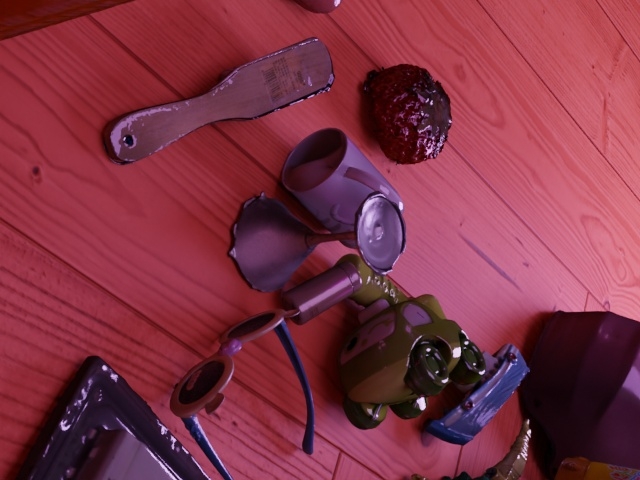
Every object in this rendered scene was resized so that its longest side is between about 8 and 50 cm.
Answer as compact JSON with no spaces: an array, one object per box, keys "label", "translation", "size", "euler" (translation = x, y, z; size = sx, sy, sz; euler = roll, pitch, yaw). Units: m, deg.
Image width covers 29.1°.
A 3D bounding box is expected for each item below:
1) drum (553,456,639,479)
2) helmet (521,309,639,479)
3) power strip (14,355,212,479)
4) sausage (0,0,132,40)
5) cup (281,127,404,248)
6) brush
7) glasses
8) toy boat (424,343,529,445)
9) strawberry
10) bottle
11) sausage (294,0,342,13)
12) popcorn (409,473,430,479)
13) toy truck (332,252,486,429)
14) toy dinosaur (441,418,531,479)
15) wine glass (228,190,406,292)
[{"label":"drum","translation":[0.408,0.523,1.708],"size":[0.431,0.214,0.431],"euler":[11,90,-72]},{"label":"helmet","translation":[0.472,0.260,1.944],"size":[0.271,0.197,0.338],"euler":[-47,119,-45]},{"label":"power strip","translation":[-0.196,0.286,1.226],"size":[0.251,0.092,0.257],"euler":[50,47,-30]},{"label":"sausage","translation":[-0.268,-0.294,1.060],"size":[0.233,0.287,0.233],"euler":[13,73,-53]},{"label":"cup","translation":[0.033,-0.054,1.511],"size":[0.099,0.136,0.133],"euler":[-40,128,6]},{"label":"brush","translation":[-0.119,-0.160,1.406],"size":[0.327,0.065,0.070],"euler":[-28,113,-38]},{"label":"glasses","translation":[-0.088,0.198,1.409],"size":[0.190,0.088,0.221],"euler":[-49,141,-42]},{"label":"toy boat","translation":[0.208,0.206,1.737],"size":[0.102,0.088,0.215],"euler":[43,47,5]},{"label":"strawberry","translation":[0.124,-0.172,1.666],"size":[0.145,0.086,0.145],"euler":[4,84,-50]},{"label":"bottle","translation":[0.003,0.063,1.495],"size":[0.096,0.045,0.045],"euler":[-28,109,-18]},{"label":"sausage","translation":[-0.033,-0.335,1.514],"size":[0.154,0.062,0.062],"euler":[33,61,-43]},{"label":"popcorn","translation":[0.142,0.349,1.647],"size":[0.083,0.068,0.060],"euler":[23,91,-85]},{"label":"toy truck","translation":[0.103,0.128,1.573],"size":[0.187,0.148,0.211],"euler":[19,45,-44]},{"label":"toy dinosaur","translation":[0.231,0.357,1.693],"size":[0.094,0.153,0.259],"euler":[53,41,-35]},{"label":"wine glass","translation":[0.000,0.000,1.422],"size":[0.122,0.182,0.122],"euler":[5,83,-49]}]
